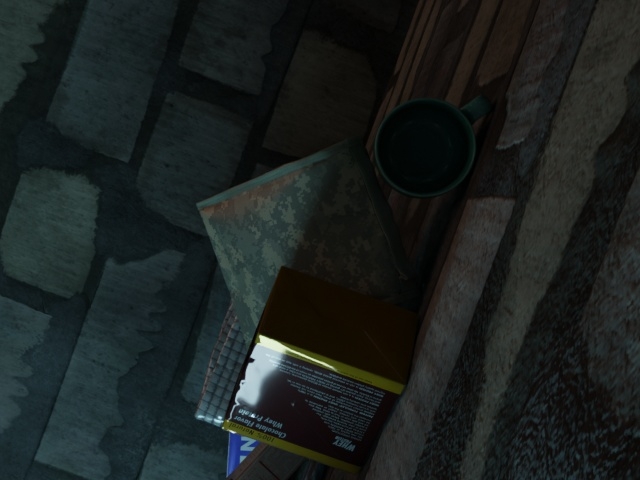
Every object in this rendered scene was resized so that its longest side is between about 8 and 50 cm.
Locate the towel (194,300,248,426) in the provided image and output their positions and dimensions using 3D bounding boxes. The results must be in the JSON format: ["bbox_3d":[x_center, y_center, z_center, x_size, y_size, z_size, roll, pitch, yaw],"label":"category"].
[{"bbox_3d":[-0.073,0.218,2.184,0.121,0.235,0.283,93,-164,-80],"label":"towel"}]

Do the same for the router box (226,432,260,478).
[{"bbox_3d":[-0.143,0.436,2.423,0.301,0.082,0.335,-101,15,-77],"label":"router box"}]

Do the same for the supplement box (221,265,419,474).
[{"bbox_3d":[-0.002,0.169,1.579,0.129,0.191,0.194,-73,4,-49],"label":"supplement box"}]

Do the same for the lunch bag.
[{"bbox_3d":[0.000,0.000,1.705,0.287,0.235,0.169,-19,1,42],"label":"lunch bag"}]

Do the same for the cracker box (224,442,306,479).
[{"bbox_3d":[-0.065,0.345,1.998,0.232,0.067,0.156,-46,0,-8],"label":"cracker box"}]

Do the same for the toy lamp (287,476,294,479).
[{"bbox_3d":[-0.075,0.475,2.037,0.274,0.080,0.080,-83,13,-68],"label":"toy lamp"}]

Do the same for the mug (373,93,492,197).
[{"bbox_3d":[0.147,-0.120,1.613,0.097,0.158,0.129,-160,66,-90],"label":"mug"}]
